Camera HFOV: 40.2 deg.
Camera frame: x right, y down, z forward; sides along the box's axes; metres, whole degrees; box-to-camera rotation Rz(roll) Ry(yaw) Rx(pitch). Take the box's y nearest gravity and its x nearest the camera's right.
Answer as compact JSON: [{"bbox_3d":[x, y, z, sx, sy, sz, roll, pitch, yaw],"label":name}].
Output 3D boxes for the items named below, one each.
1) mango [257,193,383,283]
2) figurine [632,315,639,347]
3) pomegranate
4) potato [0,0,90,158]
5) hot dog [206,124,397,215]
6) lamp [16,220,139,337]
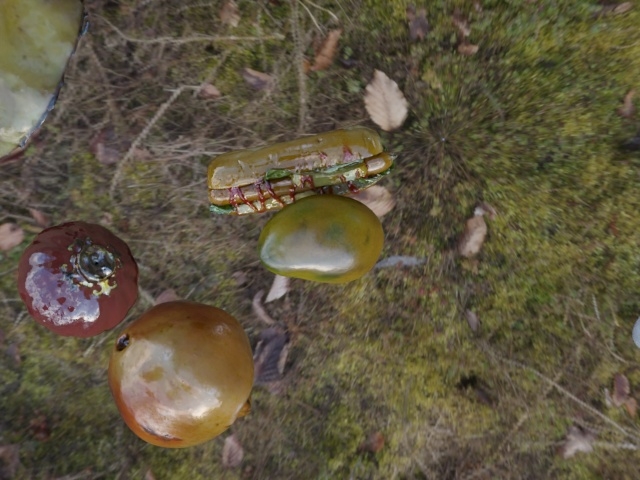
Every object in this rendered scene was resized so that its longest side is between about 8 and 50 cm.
[{"bbox_3d":[0.002,-0.004,1.064,0.163,0.089,0.111,11,66,-28],"label":"mango"},{"bbox_3d":[0.182,0.042,0.344,0.094,0.086,0.082,24,94,-29],"label":"figurine"},{"bbox_3d":[-0.192,0.179,1.202,0.209,0.209,0.209,1,97,8],"label":"pomegranate"},{"bbox_3d":[-0.466,-0.268,1.083,0.237,0.289,0.300,31,77,-38],"label":"potato"},{"bbox_3d":[-0.023,-0.083,1.122,0.250,0.076,0.104,-9,139,0],"label":"hot dog"},{"bbox_3d":[-0.202,0.032,0.730,0.101,0.101,0.090,51,141,0],"label":"lamp"}]
